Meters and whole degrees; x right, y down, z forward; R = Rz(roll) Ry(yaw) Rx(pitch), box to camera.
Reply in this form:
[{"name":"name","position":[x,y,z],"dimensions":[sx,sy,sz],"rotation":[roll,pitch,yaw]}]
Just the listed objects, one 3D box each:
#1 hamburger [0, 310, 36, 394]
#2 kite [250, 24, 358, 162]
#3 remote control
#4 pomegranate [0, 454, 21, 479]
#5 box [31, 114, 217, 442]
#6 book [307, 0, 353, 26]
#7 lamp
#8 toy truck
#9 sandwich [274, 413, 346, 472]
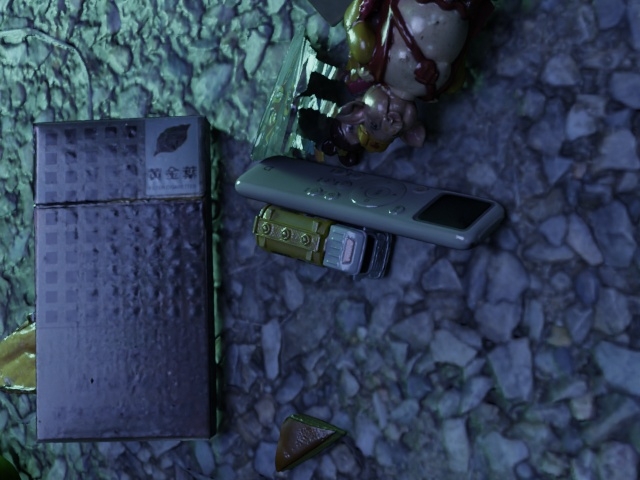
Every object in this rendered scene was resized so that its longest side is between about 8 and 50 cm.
[{"name":"hamburger","position":[-0.286,0.121,1.141],"dimensions":[0.176,0.087,0.102],"rotation":[-3,74,27]},{"name":"kite","position":[-0.019,-0.122,0.914],"dimensions":[0.245,0.015,0.141],"rotation":[-142,68,-70]},{"name":"remote control","position":[0.037,-0.040,0.924],"dimensions":[0.261,0.067,0.029],"rotation":[15,129,35]},{"name":"pomegranate","position":[-0.445,0.305,1.202],"dimensions":[0.225,0.187,0.187],"rotation":[31,107,59]},{"name":"box","position":[-0.199,0.039,1.052],"dimensions":[0.180,0.047,0.324],"rotation":[-2,87,4]},{"name":"book","position":[0.039,-0.354,0.910],"dimensions":[0.215,0.025,0.283],"rotation":[47,119,-3]},{"name":"lamp","position":[0.069,-0.157,0.873],"dimensions":[0.118,0.118,0.253],"rotation":[42,116,29]},{"name":"toy truck","position":[0.000,0.000,0.950],"dimensions":[0.123,0.063,0.052],"rotation":[16,96,35]},{"name":"sandwich","position":[-0.018,0.183,0.974],"dimensions":[0.083,0.031,0.044],"rotation":[-39,71,25]}]
